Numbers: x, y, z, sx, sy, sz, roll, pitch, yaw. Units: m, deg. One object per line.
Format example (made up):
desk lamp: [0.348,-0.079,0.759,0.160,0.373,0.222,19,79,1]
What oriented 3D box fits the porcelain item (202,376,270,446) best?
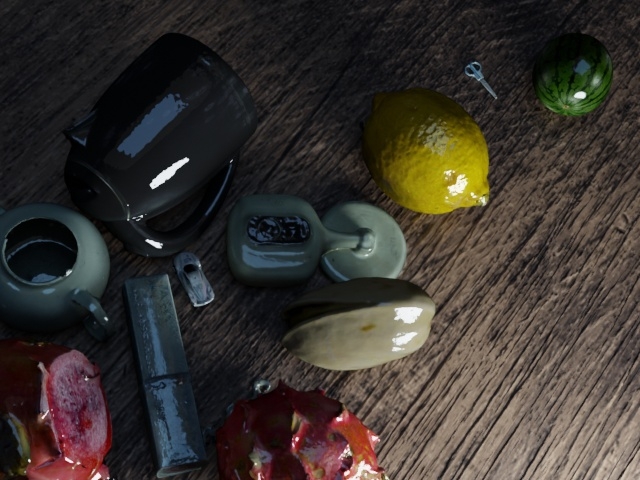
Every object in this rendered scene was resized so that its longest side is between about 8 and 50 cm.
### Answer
porcelain item: [-0.109,0.270,1.461,0.075,0.021,0.136,46,66,4]

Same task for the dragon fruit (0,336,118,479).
dragon fruit: [-0.424,0.252,1.280,0.291,0.269,0.250,-21,79,16]

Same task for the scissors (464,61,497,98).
scissors: [0.295,-0.289,1.803,0.036,0.006,0.083,-32,78,-25]

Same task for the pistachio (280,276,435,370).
pistachio: [0.056,0.122,1.501,0.238,0.153,0.137,-10,57,11]

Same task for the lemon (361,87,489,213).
lemon: [0.172,-0.145,1.613,0.188,0.188,0.256,-38,76,-24]

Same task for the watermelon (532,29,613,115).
watermelon: [0.452,-0.313,1.779,0.141,0.140,0.187,15,62,-7]

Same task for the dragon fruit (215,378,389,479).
dragon fruit: [-0.017,0.304,1.366,0.268,0.205,0.210,23,64,-4]

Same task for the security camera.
security camera: [0.000,0.000,1.574,0.302,0.080,0.157,1,67,-16]

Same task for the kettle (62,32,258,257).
kettle: [-0.242,-0.123,1.508,0.290,0.207,0.268,-51,121,-27]

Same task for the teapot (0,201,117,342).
teapot: [-0.400,0.035,1.431,0.294,0.129,0.193,43,66,7]

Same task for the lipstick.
lipstick: [-0.229,0.189,1.435,0.076,0.077,0.289,-10,69,-17]

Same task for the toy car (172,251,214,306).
toy car: [-0.196,0.058,1.527,0.041,0.025,0.093,-22,74,-22]
